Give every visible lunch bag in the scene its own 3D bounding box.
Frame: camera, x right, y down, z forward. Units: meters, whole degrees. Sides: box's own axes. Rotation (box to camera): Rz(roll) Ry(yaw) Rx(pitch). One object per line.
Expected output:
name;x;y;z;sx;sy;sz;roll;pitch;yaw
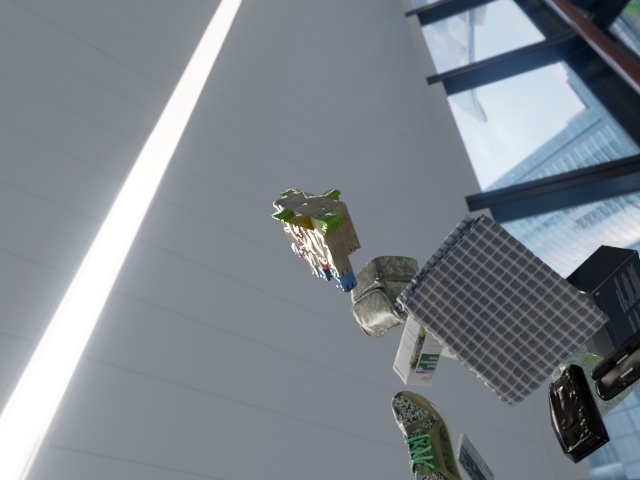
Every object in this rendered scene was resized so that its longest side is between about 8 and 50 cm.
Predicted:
lunch bag;0.260;0.226;1.669;0.212;0.305;0.256;3;-117;-25

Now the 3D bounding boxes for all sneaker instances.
sneaker;0.323;0.655;1.275;0.182;0.158;0.411;7;-129;-57

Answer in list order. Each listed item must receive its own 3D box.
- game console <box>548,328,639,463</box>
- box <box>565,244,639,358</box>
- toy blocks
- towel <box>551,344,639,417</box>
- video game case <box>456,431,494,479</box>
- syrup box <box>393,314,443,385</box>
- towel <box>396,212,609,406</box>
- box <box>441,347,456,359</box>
game console;0.677;0.353;1.020;0.043;0.362;0.213;23;-145;-1
box;0.783;0.172;1.152;0.184;0.103;0.261;-38;-70;-15
toy blocks;0.000;0.000;1.296;0.190;0.381;0.261;-31;-63;-20
towel;0.911;0.416;1.401;0.375;0.320;0.090;65;167;-25
video game case;0.549;0.814;1.520;0.190;0.022;0.173;55;-153;5
syrup box;0.308;0.314;1.298;0.093;0.237;0.096;8;-166;-19
towel;0.308;0.118;0.761;0.283;0.235;0.121;41;-167;7
box;0.515;0.375;1.626;0.137;0.126;0.072;-44;-65;-26
